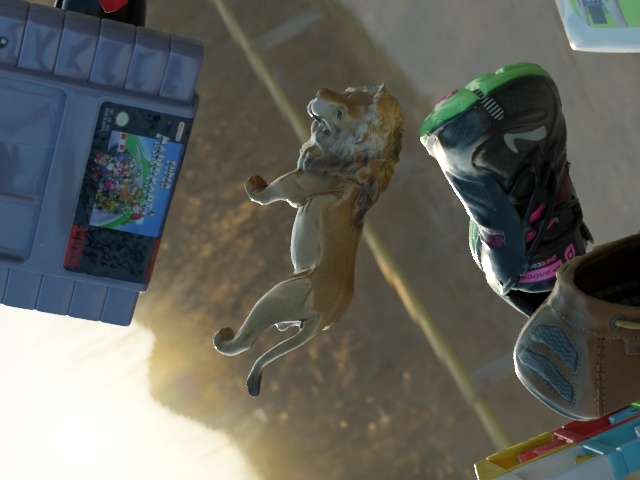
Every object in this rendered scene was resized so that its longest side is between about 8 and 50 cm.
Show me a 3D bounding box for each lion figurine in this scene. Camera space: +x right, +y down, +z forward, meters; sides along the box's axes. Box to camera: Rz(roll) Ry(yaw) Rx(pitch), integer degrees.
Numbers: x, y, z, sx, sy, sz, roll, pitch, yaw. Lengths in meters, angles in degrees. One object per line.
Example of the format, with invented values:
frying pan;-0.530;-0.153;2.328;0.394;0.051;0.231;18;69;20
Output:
lion figurine;0.000;0.000;2.017;0.142;0.240;0.392;15;-107;-40

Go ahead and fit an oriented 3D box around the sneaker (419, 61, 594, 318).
sneaker;0.260;-0.048;1.962;0.202;0.185;0.483;61;-177;34

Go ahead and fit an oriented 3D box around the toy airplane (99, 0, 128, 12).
toy airplane;-0.212;-0.310;1.616;0.028;0.151;0.151;20;140;60

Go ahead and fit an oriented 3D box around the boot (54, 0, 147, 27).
boot;-0.270;-0.363;2.127;0.260;0.131;0.348;154;122;-66

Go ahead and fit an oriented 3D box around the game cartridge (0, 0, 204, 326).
game cartridge;-0.269;-0.073;1.701;0.068;0.230;0.355;-93;18;-58

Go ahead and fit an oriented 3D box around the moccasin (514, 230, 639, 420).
moccasin;0.313;0.022;1.329;0.139;0.380;0.147;45;134;36

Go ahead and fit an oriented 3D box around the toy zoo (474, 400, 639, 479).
toy zoo;0.273;0.212;1.602;0.192;0.293;0.030;-178;67;-82

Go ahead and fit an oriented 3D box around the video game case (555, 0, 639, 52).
video game case;0.252;-0.144;0.577;0.061;0.269;0.244;69;164;-14
